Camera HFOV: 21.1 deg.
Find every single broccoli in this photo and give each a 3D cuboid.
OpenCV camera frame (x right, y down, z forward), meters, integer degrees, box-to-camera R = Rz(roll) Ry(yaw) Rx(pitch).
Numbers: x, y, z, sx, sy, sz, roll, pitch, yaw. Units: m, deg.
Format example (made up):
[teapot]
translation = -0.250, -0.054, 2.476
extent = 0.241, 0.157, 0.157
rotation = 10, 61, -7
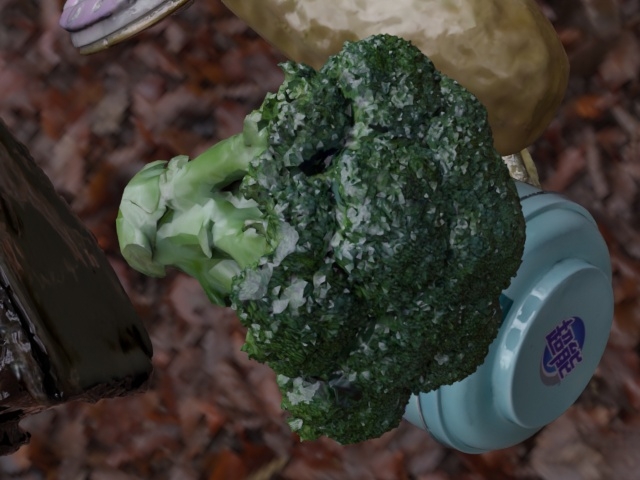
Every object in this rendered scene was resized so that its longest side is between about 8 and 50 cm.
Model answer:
[broccoli]
translation = 0.000, 0.000, 1.113
extent = 0.270, 0.270, 0.270
rotation = 3, 64, 23

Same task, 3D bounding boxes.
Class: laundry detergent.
[laundry detergent]
translation = 0.132, 0.054, 1.804
extent = 0.305, 0.287, 0.287
rotation = 26, 79, 36

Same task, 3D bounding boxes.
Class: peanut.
[peanut]
translation = 0.047, -0.216, 1.486
extent = 0.387, 0.169, 0.192
rotation = 40, 80, 13

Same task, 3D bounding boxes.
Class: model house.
[model house]
translation = -0.331, 0.052, 1.329
extent = 0.282, 0.317, 0.297
rotation = -24, 87, 9

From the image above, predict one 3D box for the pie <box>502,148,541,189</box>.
[pie]
translation = 0.136, -0.025, 2.234
extent = 0.339, 0.077, 0.339
rotation = -5, 81, 31

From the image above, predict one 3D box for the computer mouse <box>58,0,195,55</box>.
[computer mouse]
translation = -0.052, -0.193, 0.867
extent = 0.126, 0.056, 0.245
rotation = -14, 48, 54
